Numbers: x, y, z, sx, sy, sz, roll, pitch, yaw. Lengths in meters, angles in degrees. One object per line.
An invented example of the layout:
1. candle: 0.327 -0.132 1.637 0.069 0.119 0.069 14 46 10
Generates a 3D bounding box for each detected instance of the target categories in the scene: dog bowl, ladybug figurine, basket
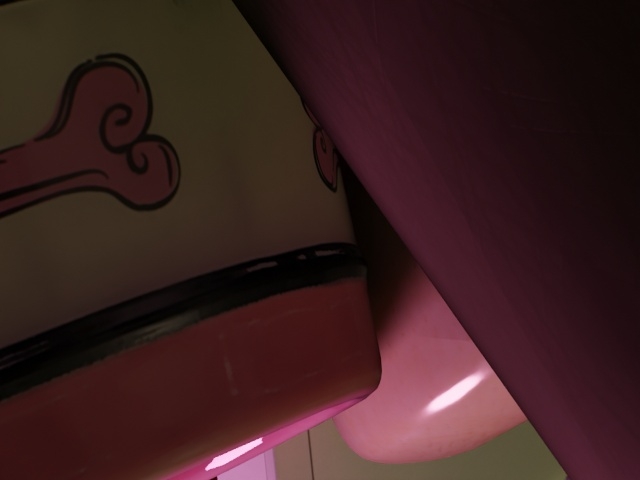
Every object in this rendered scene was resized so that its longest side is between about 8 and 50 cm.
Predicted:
1. dog bowl: -0.157 0.060 0.568 0.408 0.150 0.408 -25 173 -3
2. ladybug figurine: 0.111 -0.025 0.760 0.305 0.162 0.449 -36 173 -5
3. basket: 0.088 -0.039 0.393 0.204 0.227 0.154 -29 172 27

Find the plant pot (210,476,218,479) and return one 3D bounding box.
1. plant pot: -0.073 0.169 1.139 0.275 0.275 0.243 -28 173 17

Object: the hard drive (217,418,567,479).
1. hard drive: 0.060 0.113 1.000 0.047 0.233 0.353 4 -164 34
